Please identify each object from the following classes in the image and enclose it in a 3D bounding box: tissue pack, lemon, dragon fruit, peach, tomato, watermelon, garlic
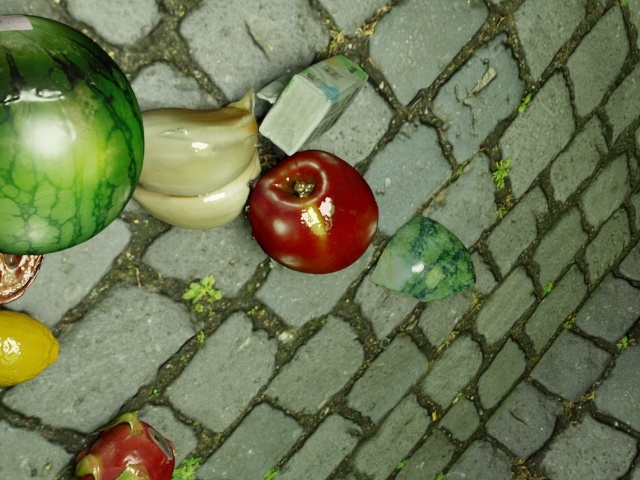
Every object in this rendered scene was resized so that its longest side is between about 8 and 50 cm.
[{"bbox_3d":[-0.027,-0.306,1.206,0.159,0.145,0.229,-49,180,36],"label":"tissue pack"},{"bbox_3d":[-0.590,0.205,1.089,0.187,0.142,0.142,20,99,-39],"label":"lemon"},{"bbox_3d":[-0.451,0.524,1.311,0.227,0.224,0.224,-34,128,-16],"label":"dragon fruit"},{"bbox_3d":[0.013,-0.034,1.249,0.258,0.201,0.362,-57,145,-21],"label":"peach"},{"bbox_3d":[-0.600,0.000,1.011,0.228,0.101,0.228,-8,103,-40],"label":"tomato"},{"bbox_3d":[-0.435,-0.150,0.867,0.363,0.363,0.363,-16,120,-30],"label":"watermelon"},{"bbox_3d":[0.295,0.070,1.678,0.260,0.256,0.176,-23,168,-35],"label":"watermelon"},{"bbox_3d":[-0.252,-0.157,1.143,0.313,0.286,0.249,-26,81,-31],"label":"garlic"}]

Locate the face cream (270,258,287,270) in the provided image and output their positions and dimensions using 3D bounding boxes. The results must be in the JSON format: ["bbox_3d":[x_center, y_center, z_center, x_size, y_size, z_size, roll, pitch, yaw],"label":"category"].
[{"bbox_3d":[0.000,0.000,1.466,0.269,0.082,0.082,-21,123,-28],"label":"face cream"}]
